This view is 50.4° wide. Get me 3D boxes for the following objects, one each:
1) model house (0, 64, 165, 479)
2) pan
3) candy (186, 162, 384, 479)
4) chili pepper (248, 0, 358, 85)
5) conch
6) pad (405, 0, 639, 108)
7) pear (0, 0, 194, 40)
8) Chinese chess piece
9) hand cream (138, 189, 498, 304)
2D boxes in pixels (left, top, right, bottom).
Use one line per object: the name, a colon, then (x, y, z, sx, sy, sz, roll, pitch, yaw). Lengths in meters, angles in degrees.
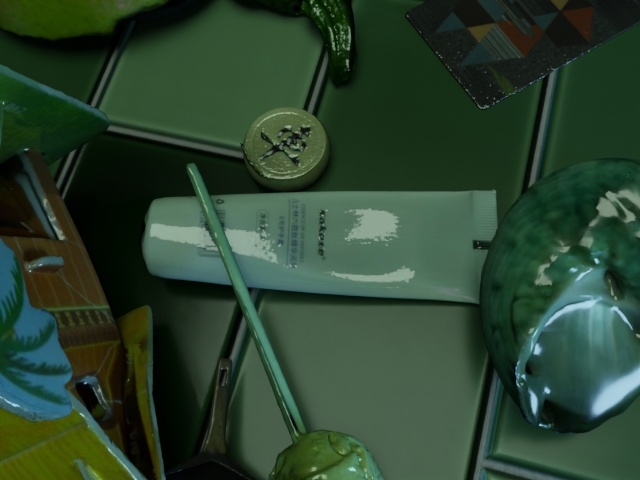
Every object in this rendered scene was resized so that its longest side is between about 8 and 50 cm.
model house: (-0.283, 0.078, 0.449, 0.301, 0.340, 0.323, -28, 81, 10)
pan: (-0.076, 0.210, 0.531, 0.128, 0.048, 0.202, 33, 53, -5)
candy: (-0.043, 0.085, 0.532, 0.092, 0.093, 0.335, -35, 74, 38)
chili pepper: (-0.020, -0.238, 0.692, 0.182, 0.050, 0.073, 42, 72, 15)
conch: (0.222, 0.032, 0.530, 0.203, 0.134, 0.196, -9, 110, -4)
pad: (0.212, -0.232, 0.691, 0.212, 0.003, 0.142, -30, 70, -6)
pear: (-0.261, -0.412, 0.703, 0.399, 0.165, 0.398, -3, 68, 8)
Chinese chess piece: (-0.032, -0.087, 0.645, 0.084, 0.034, 0.084, -1, 69, 4)
hand cream: (0.000, 0.000, 0.603, 0.321, 0.067, 0.109, 1, 69, 1)
